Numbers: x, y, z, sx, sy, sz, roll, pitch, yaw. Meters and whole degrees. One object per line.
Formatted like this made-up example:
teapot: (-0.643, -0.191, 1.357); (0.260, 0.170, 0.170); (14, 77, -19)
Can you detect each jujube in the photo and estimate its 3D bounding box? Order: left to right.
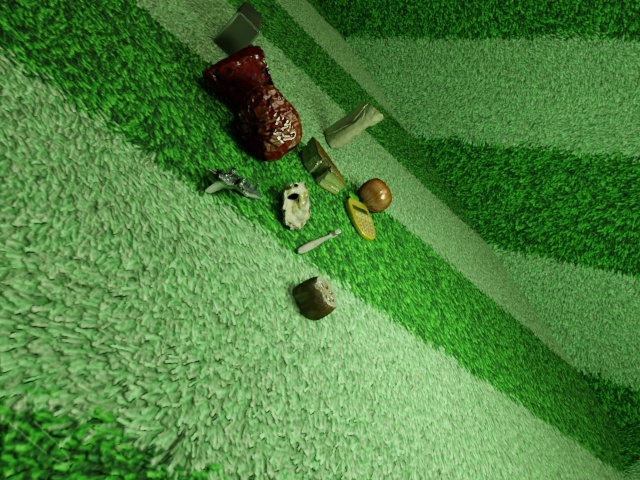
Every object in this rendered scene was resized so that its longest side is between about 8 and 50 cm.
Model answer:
jujube: (-0.174, -0.390, 1.553); (0.232, 0.213, 0.213); (53, 28, -5)

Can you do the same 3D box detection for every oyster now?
oyster: (-0.093, -0.120, 1.527); (0.133, 0.072, 0.209); (31, 54, -45)

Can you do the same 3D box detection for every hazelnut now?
hazelnut: (0.235, -0.192, 2.033); (0.150, 0.150, 0.150); (36, 32, -27)

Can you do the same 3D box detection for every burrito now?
burrito: (0.156, -0.530, 2.121); (0.105, 0.299, 0.143); (40, 36, -31)

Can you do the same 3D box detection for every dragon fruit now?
dragon fruit: (-0.284, -0.578, 1.736); (0.329, 0.228, 0.286); (-115, 180, -51)

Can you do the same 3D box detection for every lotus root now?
lotus root: (-0.009, 0.160, 1.314); (0.112, 0.081, 0.122); (14, 46, -59)

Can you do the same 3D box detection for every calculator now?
calculator: (0.162, -0.100, 1.905); (0.146, 0.032, 0.234); (19, 43, -46)

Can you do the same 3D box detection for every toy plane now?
toy plane: (-0.233, -0.165, 1.351); (0.160, 0.082, 0.234); (36, 19, 29)

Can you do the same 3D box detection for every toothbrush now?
toothbrush: (0.000, 0.000, 1.552); (0.025, 0.030, 0.307); (60, 29, 2)

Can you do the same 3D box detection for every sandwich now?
sandwich: (0.003, -0.288, 1.828); (0.244, 0.090, 0.088); (54, 24, -2)

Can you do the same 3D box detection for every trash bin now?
trash bin: (-0.332, -0.891, 1.949); (0.122, 0.164, 0.240); (37, 31, -26)
